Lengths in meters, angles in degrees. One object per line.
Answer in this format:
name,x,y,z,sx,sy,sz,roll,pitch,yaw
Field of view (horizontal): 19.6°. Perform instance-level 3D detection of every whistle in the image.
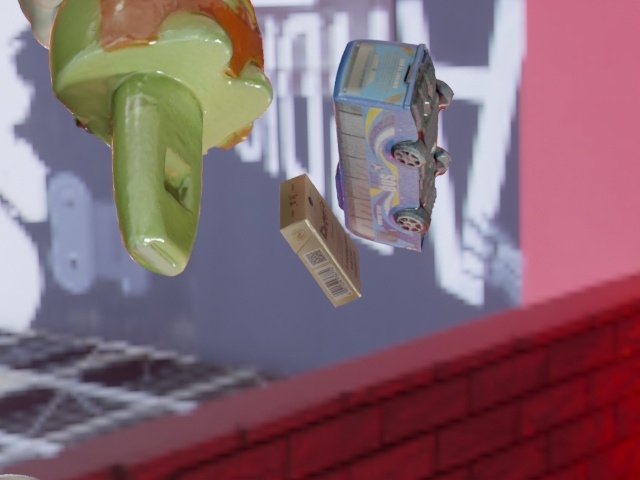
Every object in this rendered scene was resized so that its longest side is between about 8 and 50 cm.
whistle,-0.086,-0.111,1.009,0.106,0.288,0.131,-19,143,20

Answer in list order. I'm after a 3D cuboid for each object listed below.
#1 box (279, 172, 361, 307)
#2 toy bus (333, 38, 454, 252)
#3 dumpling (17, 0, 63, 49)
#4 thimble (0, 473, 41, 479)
box,0.000,0.000,1.302,0.024,0.083,0.053,-24,-145,18
toy bus,0.039,-0.051,1.029,0.061,0.051,0.153,12,151,10
dumpling,-0.180,-0.191,1.430,0.188,0.108,0.127,17,-169,10
thimble,-0.244,0.305,1.220,0.195,0.291,0.291,-29,170,39
